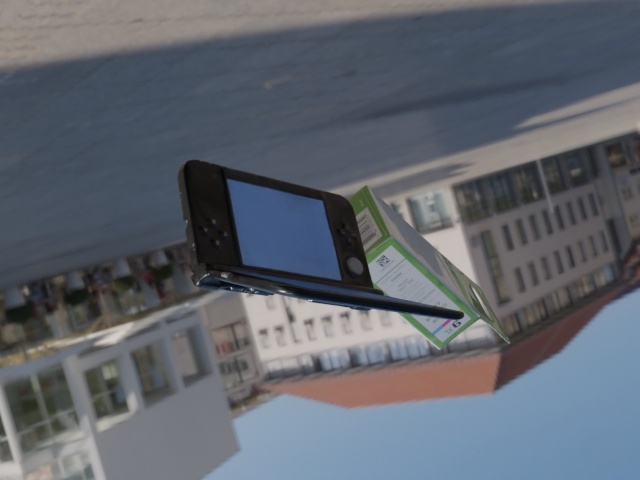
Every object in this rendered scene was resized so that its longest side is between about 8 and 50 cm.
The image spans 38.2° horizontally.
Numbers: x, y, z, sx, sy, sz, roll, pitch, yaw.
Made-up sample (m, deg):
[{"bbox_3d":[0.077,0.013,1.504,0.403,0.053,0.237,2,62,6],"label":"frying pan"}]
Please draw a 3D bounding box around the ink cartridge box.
[{"bbox_3d":[0.106,0.044,0.994,0.062,0.209,0.109,-42,-149,14],"label":"ink cartridge box"}]

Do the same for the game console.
[{"bbox_3d":[0.000,0.000,0.476,0.122,0.107,0.071,12,145,-41],"label":"game console"}]
